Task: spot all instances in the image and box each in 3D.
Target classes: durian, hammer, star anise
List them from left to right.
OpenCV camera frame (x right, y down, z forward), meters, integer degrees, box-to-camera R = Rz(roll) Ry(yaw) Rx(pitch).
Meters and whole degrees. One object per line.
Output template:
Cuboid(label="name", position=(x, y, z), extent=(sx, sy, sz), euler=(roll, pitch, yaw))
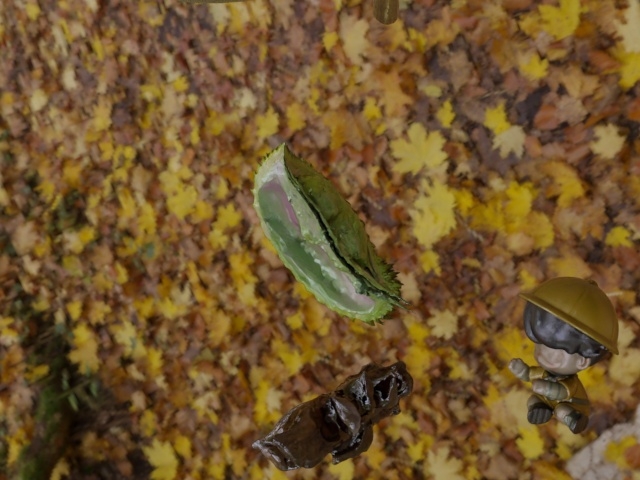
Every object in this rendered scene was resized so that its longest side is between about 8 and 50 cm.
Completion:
Cuboid(label="durian", position=(0.000, 0.000, 1.464), extent=(0.352, 0.158, 0.169), euler=(54, -178, -12))
Cuboid(label="star anise", position=(0.024, 0.234, 1.123), extent=(0.099, 0.220, 0.214), euler=(58, 168, 15))
Cuboid(label="hammer", position=(0.106, -0.409, 1.392), extent=(0.168, 0.044, 0.440), euler=(47, -177, 2))

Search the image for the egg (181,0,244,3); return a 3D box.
Cuboid(label="egg", position=(-0.092, -0.385, 0.780), extent=(0.428, 0.345, 0.345), euler=(-17, 100, 32))

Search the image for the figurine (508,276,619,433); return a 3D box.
Cuboid(label="figurine", position=(0.423, 0.189, 1.515), extent=(0.192, 0.167, 0.256), euler=(23, 114, 56))
